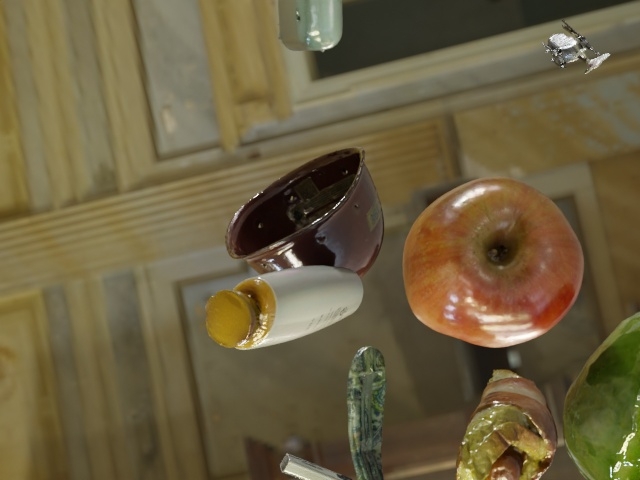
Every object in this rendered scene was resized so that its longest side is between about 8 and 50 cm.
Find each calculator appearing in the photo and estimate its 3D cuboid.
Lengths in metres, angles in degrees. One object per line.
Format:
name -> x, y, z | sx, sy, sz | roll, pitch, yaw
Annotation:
calculator -> -0.014, -0.245, 1.416 | 0.246, 0.045, 0.141 | -134, 39, -82

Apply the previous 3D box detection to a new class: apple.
apple -> 0.226, 0.040, 2.066 | 0.241, 0.242, 0.242 | 104, 157, -70

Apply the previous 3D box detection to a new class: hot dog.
hot dog -> 0.202, 0.213, 1.605 | 0.261, 0.093, 0.123 | -46, -30, -65

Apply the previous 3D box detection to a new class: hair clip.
hair clip -> 0.059, 0.235, 1.745 | 0.066, 0.036, 0.229 | 1, -98, -56

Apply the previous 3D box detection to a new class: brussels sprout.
brussels sprout -> 0.503, 0.252, 2.112 | 0.371, 0.276, 0.315 | 16, -85, -45

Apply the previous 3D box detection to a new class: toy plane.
toy plane -> 0.315, -0.237, 1.897 | 0.031, 0.049, 0.121 | 55, 180, -35

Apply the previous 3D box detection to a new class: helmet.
helmet -> 0.000, 0.000, 1.418 | 0.106, 0.155, 0.175 | 57, -165, -16

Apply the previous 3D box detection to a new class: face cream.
face cream -> -0.027, 0.054, 1.287 | 0.051, 0.072, 0.182 | 44, -154, 21

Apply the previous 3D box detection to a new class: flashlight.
flashlight -> -0.003, 0.255, 1.650 | 0.083, 0.018, 0.018 | 24, -162, -20
